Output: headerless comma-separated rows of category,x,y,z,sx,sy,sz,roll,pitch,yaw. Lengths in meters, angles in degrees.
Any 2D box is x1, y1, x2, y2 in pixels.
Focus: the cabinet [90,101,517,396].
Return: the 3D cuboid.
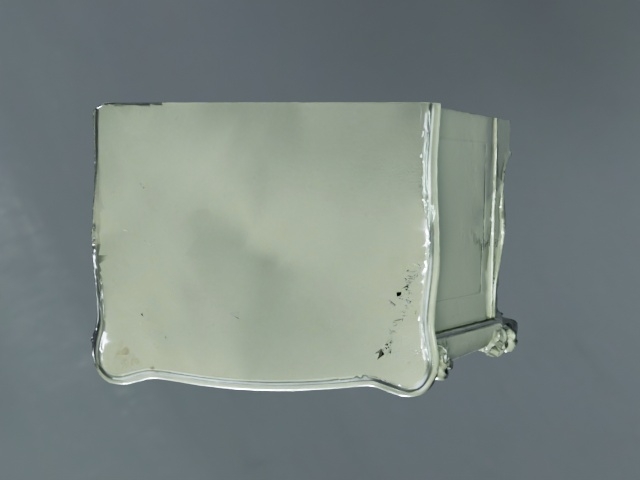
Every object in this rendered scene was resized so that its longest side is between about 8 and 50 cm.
cabinet,0.000,0.000,1.612,0.290,0.318,0.227,1,92,18
